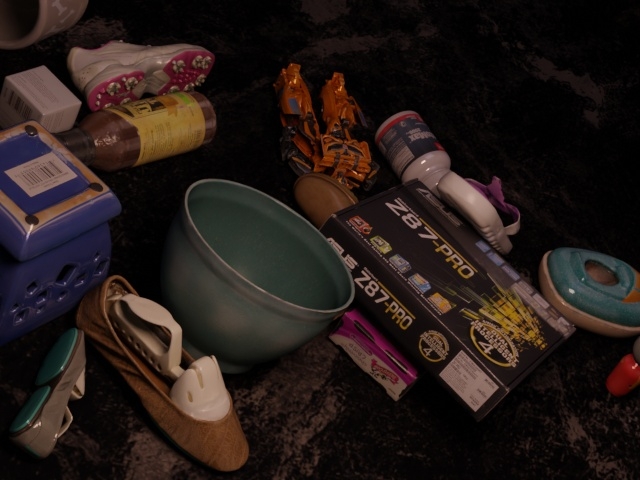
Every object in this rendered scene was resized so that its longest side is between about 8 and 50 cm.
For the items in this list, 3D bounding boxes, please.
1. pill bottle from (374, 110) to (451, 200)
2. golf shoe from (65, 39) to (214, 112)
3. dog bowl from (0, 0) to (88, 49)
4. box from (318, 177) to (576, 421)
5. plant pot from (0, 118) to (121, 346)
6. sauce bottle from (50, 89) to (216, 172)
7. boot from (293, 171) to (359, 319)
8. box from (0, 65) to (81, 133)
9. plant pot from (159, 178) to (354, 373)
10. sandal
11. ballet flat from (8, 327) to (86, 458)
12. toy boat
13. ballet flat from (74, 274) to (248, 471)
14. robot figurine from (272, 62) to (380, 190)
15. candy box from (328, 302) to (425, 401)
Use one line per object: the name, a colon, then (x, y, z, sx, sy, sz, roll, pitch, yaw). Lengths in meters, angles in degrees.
pill bottle: (0.194, -0.159, 2.367, 0.108, 0.108, 0.180, -6, 52, -38)
golf shoe: (-0.327, -0.325, 2.193, 0.140, 0.115, 0.306, 45, 39, 21)
dog bowl: (-0.561, -0.478, 2.028, 0.349, 0.349, 0.102, 34, 50, 3)
box: (0.207, 0.085, 1.993, 0.395, 0.097, 0.318, 45, 30, 14)
plant pot: (-0.436, -0.025, 1.711, 0.236, 0.212, 0.236, 42, 39, 13)
sauce bottle: (-0.328, -0.177, 2.028, 0.111, 0.111, 0.344, 47, 39, 18)
boot: (0.000, 0.000, 2.047, 0.236, 0.089, 0.269, 40, 30, 8)
box: (-0.468, -0.214, 1.981, 0.101, 0.102, 0.087, 44, 41, 15)
plant pot: (-0.124, 0.074, 1.804, 0.293, 0.196, 0.293, 30, 24, -15)
sandal: (0.305, -0.063, 2.187, 0.169, 0.102, 0.416, 44, 4, 8)
ballet flat: (-0.360, 0.211, 1.638, 0.068, 0.072, 0.213, 49, 33, -23)
toy boat: (0.561, 0.135, 2.265, 0.267, 0.148, 0.318, 12, 42, -24)
ballet flat: (-0.215, 0.177, 1.712, 0.342, 0.124, 0.116, 46, 39, 17)
robot figurine: (0.009, -0.214, 2.318, 0.211, 0.085, 0.291, 6, 45, -28)
candy box: (0.142, 0.149, 2.027, 0.159, 0.071, 0.233, 43, 40, 11)
